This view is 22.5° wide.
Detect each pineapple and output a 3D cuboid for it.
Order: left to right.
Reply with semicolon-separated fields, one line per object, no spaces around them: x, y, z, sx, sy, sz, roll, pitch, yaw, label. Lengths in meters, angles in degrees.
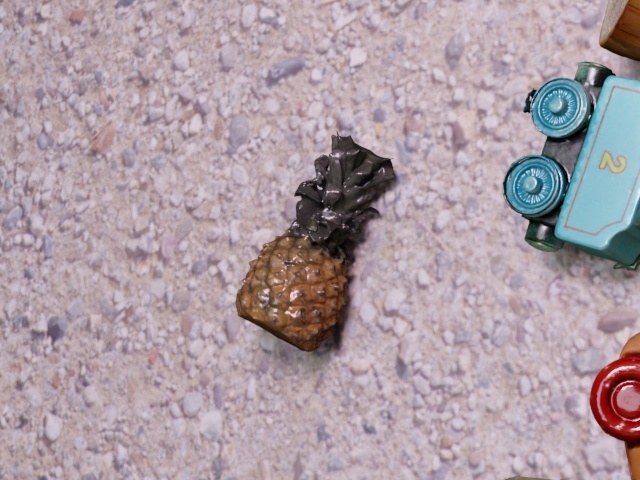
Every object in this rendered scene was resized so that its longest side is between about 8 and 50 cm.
0.000;0.000;1.859;0.128;0.128;0.248;23;85;39;pineapple

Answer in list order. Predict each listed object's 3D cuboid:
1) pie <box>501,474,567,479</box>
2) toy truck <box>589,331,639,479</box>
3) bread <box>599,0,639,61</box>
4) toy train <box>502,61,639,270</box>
0.198;0.377;1.603;0.306;0.071;0.306;-24;54;37;pie
0.380;0.184;1.481;0.239;0.189;0.265;-9;82;14;toy truck
0.352;-0.294;1.614;0.070;0.236;0.236;20;89;1;bread
0.290;-0.077;1.664;0.163;0.112;0.203;17;90;33;toy train
